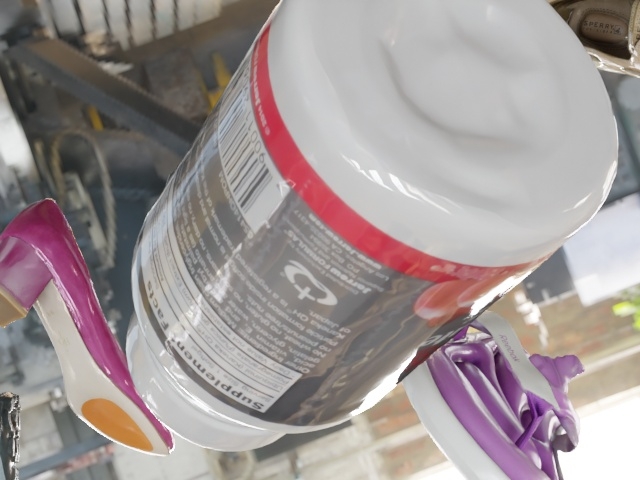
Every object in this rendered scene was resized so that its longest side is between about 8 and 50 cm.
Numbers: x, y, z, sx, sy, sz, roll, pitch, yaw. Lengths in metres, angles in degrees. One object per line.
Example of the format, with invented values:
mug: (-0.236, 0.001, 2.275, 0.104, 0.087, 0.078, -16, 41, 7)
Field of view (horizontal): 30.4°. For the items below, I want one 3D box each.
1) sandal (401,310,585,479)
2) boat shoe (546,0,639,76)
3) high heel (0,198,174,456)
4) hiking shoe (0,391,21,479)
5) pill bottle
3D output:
sandal: (0.160, 0.116, 0.968, 0.102, 0.169, 0.416, -47, 175, 11)
boat shoe: (0.381, -0.224, 1.291, 0.110, 0.121, 0.341, 5, -175, -39)
high heel: (-0.195, 0.079, 1.036, 0.082, 0.244, 0.117, -25, -154, 42)
hiking shoe: (-0.393, 0.243, 1.225, 0.132, 0.113, 0.304, 8, 146, -24)
pill bottle: (0.000, 0.000, 0.647, 0.176, 0.176, 0.318, -17, 160, -35)
